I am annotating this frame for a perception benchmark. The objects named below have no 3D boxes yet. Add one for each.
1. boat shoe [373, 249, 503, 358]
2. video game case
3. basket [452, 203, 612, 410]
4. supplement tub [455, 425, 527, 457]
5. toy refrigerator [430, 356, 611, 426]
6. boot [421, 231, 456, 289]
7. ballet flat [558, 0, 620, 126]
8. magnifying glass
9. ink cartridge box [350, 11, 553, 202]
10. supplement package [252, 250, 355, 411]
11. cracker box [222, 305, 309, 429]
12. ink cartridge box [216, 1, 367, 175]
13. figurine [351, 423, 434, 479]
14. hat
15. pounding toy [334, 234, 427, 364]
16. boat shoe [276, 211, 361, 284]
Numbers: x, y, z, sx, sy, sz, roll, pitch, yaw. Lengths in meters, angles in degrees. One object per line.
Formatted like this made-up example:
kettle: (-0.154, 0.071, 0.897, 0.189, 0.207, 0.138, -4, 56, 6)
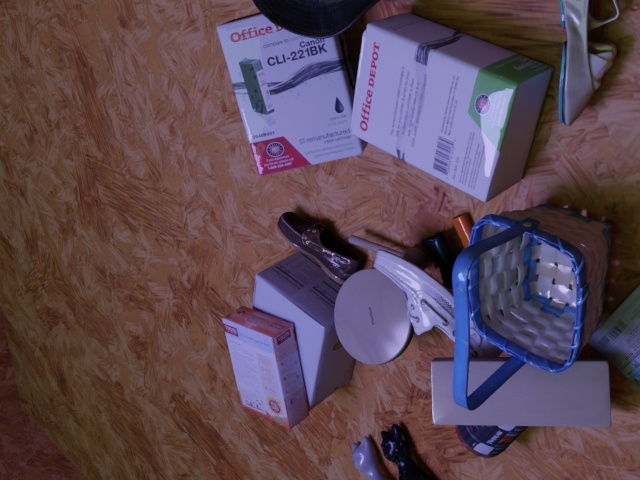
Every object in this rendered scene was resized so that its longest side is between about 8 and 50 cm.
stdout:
boat shoe: (0.192, 0.122, 1.326, 0.277, 0.096, 0.098, 37, 180, 13)
video game case: (0.525, 0.152, 1.126, 0.193, 0.023, 0.212, 45, 138, 20)
basket: (0.292, 0.088, 1.127, 0.201, 0.289, 0.254, 21, 126, 39)
supplement tub: (0.325, 0.299, 1.366, 0.106, 0.106, 0.198, 44, 139, 20)
toy refrigerator: (0.317, 0.240, 1.233, 0.270, 0.094, 0.102, -3, 86, 12)
boot: (0.224, 0.034, 1.335, 0.099, 0.045, 0.121, 65, 168, -3)
ballet flat: (0.354, -0.274, 1.018, 0.086, 0.086, 0.248, 12, 120, 43)
magnifying glass: (0.288, 0.061, 1.330, 0.092, 0.026, 0.231, -20, 99, 51)
ink cartridge box: (0.193, -0.213, 1.193, 0.273, 0.115, 0.198, 32, 133, 30)
supplement package: (-0.033, 0.194, 1.661, 0.204, 0.145, 0.261, 35, 135, 29)
cracker box: (-0.115, 0.267, 1.624, 0.156, 0.067, 0.232, 15, 124, 42)
ink cartridge box: (-0.043, -0.273, 1.349, 0.197, 0.114, 0.272, -11, 106, 13)
figurine: (0.160, 0.524, 1.709, 0.215, 0.092, 0.209, -40, 74, 51)
hat: (-0.014, -0.481, 1.154, 0.331, 0.134, 0.331, 1, 93, 27)
pounding toy: (0.133, 0.119, 1.484, 0.183, 0.110, 0.236, 14, 97, 40)
boat shoe: (0.000, 0.000, 1.570, 0.207, 0.073, 0.073, 37, 134, 16)
